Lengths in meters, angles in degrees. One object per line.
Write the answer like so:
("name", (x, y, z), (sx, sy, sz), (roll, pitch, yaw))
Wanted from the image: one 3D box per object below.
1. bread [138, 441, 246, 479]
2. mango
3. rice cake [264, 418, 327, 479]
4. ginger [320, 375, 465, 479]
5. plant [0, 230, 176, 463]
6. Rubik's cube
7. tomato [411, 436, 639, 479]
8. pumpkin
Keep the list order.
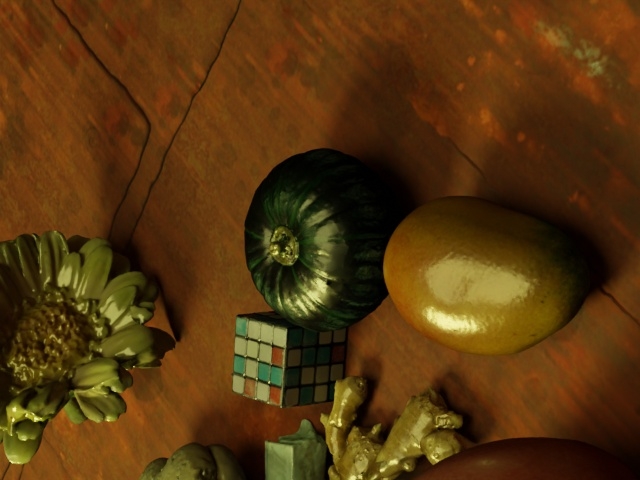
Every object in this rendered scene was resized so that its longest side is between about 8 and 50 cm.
("bread", (-0.155, 0.338, 1.948), (0.337, 0.102, 0.183), (-32, 62, 59))
("mango", (0.160, 0.039, 1.602), (0.221, 0.120, 0.151), (21, 106, 38))
("rice cake", (-0.027, 0.312, 1.867), (0.069, 0.063, 0.206), (10, 100, 54))
("ginger", (0.073, 0.217, 1.762), (0.193, 0.052, 0.176), (51, 127, 44))
("plant", (-0.355, 0.124, 2.094), (0.261, 0.306, 0.297), (55, 165, -5))
("Rubik's cube", (-0.035, 0.131, 1.845), (0.092, 0.092, 0.092), (12, 100, 48))
("tomato", (0.150, 0.330, 1.452), (0.273, 0.341, 0.341), (12, 102, 20))
("pumpkin", (0.000, 0.000, 1.766), (0.202, 0.140, 0.202), (7, 99, 51))
